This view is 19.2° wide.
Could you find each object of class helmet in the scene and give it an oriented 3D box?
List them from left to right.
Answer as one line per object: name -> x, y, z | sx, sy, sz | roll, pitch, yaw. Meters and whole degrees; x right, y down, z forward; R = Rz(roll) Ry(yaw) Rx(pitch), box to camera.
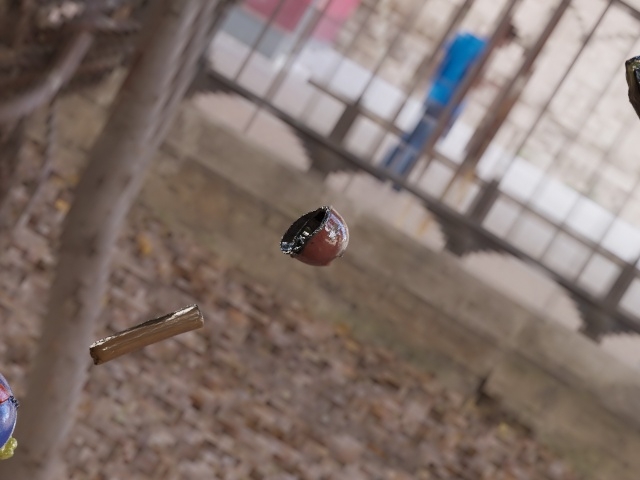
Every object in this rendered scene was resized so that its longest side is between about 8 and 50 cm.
helmet -> 0.000, 0.001, 1.938 | 0.049, 0.065, 0.084 | 40, -19, -17

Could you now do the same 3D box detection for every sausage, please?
sausage -> -0.172, 0.094, 1.862 | 0.026, 0.116, 0.026 | 159, -90, -76

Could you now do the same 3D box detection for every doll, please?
doll -> -0.237, 0.102, 1.255 | 0.143, 0.057, 0.099 | 69, 9, -59

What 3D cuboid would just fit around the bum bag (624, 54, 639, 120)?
bum bag -> 0.371, -0.102, 1.947 | 0.232, 0.060, 0.107 | 46, 16, -42
